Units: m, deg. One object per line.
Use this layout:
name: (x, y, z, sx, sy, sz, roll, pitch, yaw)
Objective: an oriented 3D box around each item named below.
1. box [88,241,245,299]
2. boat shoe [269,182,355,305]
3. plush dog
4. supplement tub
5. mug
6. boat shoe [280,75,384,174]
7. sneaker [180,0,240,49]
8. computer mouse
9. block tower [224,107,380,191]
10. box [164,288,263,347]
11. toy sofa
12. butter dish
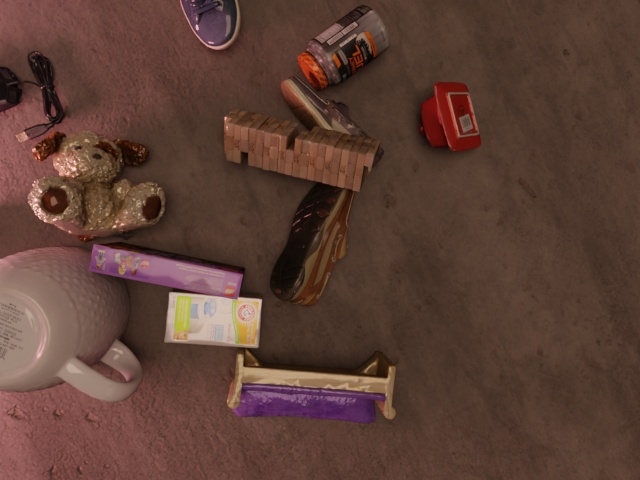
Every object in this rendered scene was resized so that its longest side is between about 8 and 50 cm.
box: (-0.310, 0.060, 1.144, 0.294, 0.201, 0.057, 12, 90, -7)
boat shoe: (0.000, 0.000, 1.232, 0.120, 0.123, 0.323, 34, 79, -38)
plush dog: (-0.487, -0.126, 1.153, 0.263, 0.211, 0.225, 1, 76, -34)
supplement tub: (0.050, -0.431, 1.217, 0.190, 0.117, 0.117, -37, 95, -4)
mug: (-0.513, 0.183, 1.058, 0.374, 0.328, 0.276, 39, 87, -6)
boat shoe: (0.030, -0.271, 1.230, 0.285, 0.103, 0.092, 45, 81, -9)
sneaker: (-0.279, -0.584, 1.140, 0.131, 0.148, 0.349, -18, 96, 13)
computer mouse: (-0.694, -0.288, 1.166, 0.262, 0.060, 0.184, -22, 89, -17)
block tower: (-0.047, -0.197, 1.170, 0.336, 0.091, 0.097, 13, 125, 8)
box: (-0.233, 0.170, 1.203, 0.203, 0.103, 0.114, 6, 91, -7)
toy sofa: (-0.022, 0.338, 1.208, 0.363, 0.150, 0.177, 6, 89, -7)
butter dish: (0.284, -0.276, 1.253, 0.160, 0.118, 0.159, -18, 93, -47)
